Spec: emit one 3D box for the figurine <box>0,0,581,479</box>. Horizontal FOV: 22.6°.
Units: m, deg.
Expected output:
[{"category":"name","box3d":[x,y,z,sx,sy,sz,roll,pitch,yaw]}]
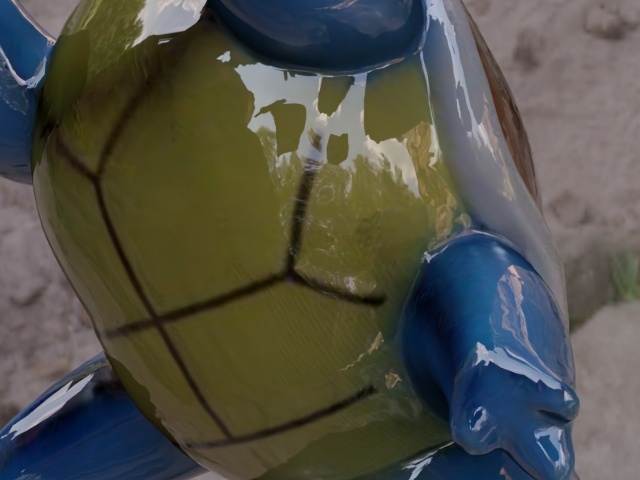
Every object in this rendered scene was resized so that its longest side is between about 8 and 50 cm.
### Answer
[{"category":"figurine","box3d":[-0.025,-0.011,0.587,0.298,0.243,0.416,-17,76,34]}]
